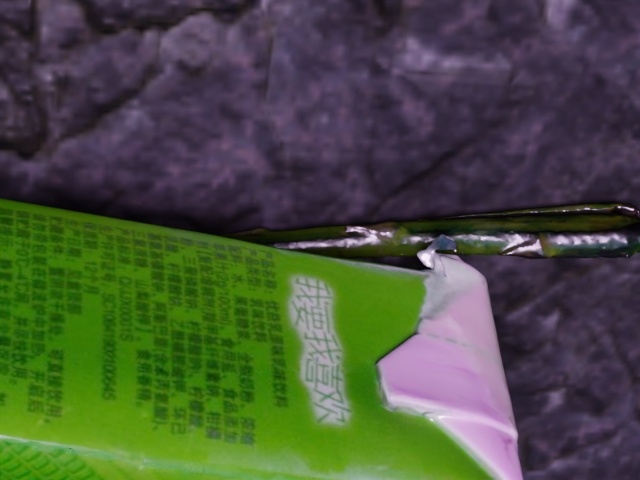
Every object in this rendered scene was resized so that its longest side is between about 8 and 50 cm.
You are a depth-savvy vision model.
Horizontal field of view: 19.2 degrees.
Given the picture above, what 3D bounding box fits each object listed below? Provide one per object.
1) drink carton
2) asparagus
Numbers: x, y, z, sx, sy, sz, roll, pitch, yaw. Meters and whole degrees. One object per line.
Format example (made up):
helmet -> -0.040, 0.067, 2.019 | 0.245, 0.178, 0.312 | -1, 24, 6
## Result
drink carton -> -0.085, 0.072, 0.621 | 0.271, 0.108, 0.161 | 10, 135, -18
asparagus -> 0.000, 0.000, 0.654 | 0.233, 0.022, 0.023 | -2, 79, -8
